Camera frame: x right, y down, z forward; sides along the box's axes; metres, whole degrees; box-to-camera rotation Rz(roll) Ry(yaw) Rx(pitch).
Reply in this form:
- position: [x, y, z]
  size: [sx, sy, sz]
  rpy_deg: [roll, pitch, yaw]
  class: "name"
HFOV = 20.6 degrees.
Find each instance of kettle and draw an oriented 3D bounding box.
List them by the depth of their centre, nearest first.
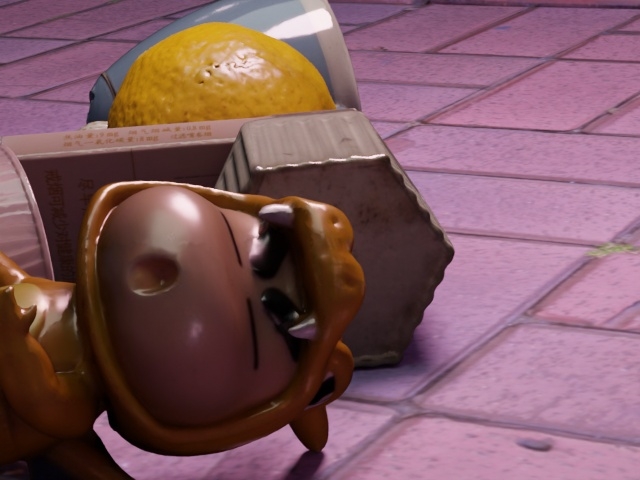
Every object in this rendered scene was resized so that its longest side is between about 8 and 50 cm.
- position: [-0.131, -0.168, 2.315]
  size: [0.342, 0.247, 0.319]
  rpy_deg: [-19, 44, -13]
  class: "kettle"

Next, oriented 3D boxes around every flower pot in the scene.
- position: [0.000, 0.000, 1.697]
  size: [0.209, 0.239, 0.189]
  rpy_deg: [-34, 18, 4]
  class: "flower pot"

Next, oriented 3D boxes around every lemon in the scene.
- position: [-0.110, -0.114, 2.005]
  size: [0.293, 0.293, 0.293]
  rpy_deg: [-4, 16, 1]
  class: "lemon"

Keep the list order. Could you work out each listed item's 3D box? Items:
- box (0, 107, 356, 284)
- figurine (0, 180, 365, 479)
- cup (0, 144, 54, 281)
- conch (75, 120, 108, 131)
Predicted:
- position: [-0.138, -0.030, 1.837]
  size: [0.365, 0.204, 0.051]
  rpy_deg: [-5, 37, -2]
  class: "box"
- position: [-0.176, 0.088, 1.353]
  size: [0.387, 0.268, 0.401]
  rpy_deg: [-11, 13, -15]
  class: "figurine"
- position: [-0.409, 0.008, 1.679]
  size: [0.273, 0.288, 0.208]
  rpy_deg: [-13, -20, -21]
  class: "cup"
- position: [-0.253, -0.075, 2.169]
  size: [0.135, 0.153, 0.102]
  rpy_deg: [-10, -11, 20]
  class: "conch"
